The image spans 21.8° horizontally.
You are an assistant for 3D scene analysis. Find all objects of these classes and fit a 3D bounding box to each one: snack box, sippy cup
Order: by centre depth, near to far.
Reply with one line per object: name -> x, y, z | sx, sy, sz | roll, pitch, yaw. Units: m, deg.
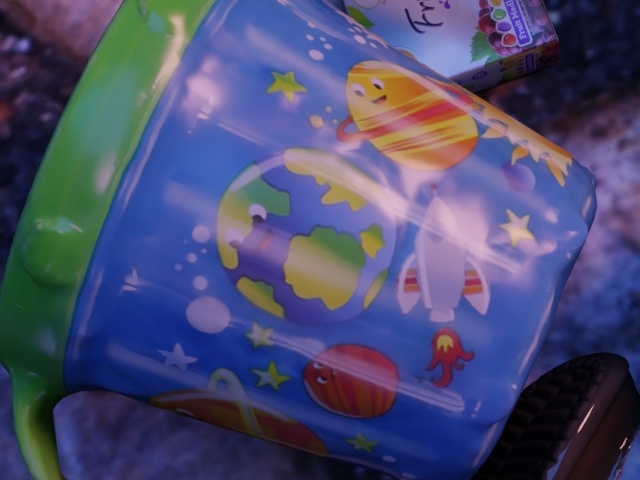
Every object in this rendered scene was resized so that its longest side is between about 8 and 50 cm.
sippy cup -> 0.000, 0.000, 0.781 | 0.224, 0.240, 0.305 | 23, 121, 3
snack box -> 0.058, -0.146, 0.896 | 0.100, 0.037, 0.141 | -20, 73, 5

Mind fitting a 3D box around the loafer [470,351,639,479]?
loafer -> 0.103, 0.158, 0.797 | 0.078, 0.080, 0.220 | 31, 79, -18
